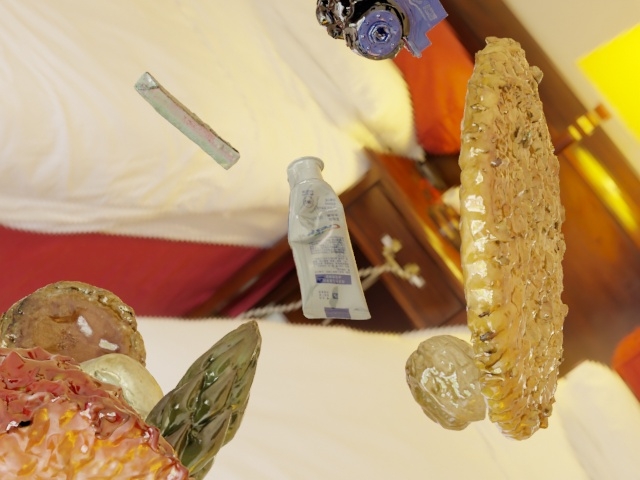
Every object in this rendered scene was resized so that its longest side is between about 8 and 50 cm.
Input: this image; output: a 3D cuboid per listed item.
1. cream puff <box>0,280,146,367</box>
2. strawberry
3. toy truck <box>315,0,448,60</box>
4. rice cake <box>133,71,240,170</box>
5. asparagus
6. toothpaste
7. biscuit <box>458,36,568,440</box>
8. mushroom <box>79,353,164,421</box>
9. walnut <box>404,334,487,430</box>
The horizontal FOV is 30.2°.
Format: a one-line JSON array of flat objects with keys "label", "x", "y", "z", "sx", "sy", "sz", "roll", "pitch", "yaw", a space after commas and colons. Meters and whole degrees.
[{"label": "cream puff", "x": -0.312, "y": 0.160, "z": 1.438, "sx": 0.183, "sy": 0.169, "sz": 0.183, "roll": 11, "pitch": 56, "yaw": -17}, {"label": "strawberry", "x": -0.212, "y": 0.172, "z": 0.860, "sx": 0.234, "sy": 0.234, "sz": 0.178, "roll": 40, "pitch": 11, "yaw": -28}, {"label": "toy truck", "x": 0.064, "y": -0.320, "z": 1.375, "sx": 0.213, "sy": 0.177, "sz": 0.161, "roll": 53, "pitch": 1, "yaw": -29}, {"label": "rice cake", "x": -0.176, "y": -0.157, "z": 1.581, "sx": 0.207, "sy": 0.033, "sz": 0.033, "roll": 41, "pitch": 3, "yaw": -46}, {"label": "asparagus", "x": -0.128, "y": 0.189, "z": 1.017, "sx": 0.080, "sy": 0.287, "sz": 0.080, "roll": 29, "pitch": -17, "yaw": 10}, {"label": "toothpaste", "x": 0.000, "y": 0.000, "z": 1.664, "sx": 0.096, "sy": 0.061, "sz": 0.266, "roll": 2, "pitch": 53, "yaw": -19}, {"label": "biscuit", "x": 0.128, "y": -0.002, "z": 0.751, "sx": 0.254, "sy": 0.035, "sz": 0.254, "roll": -4, "pitch": 90, "yaw": -71}, {"label": "mushroom", "x": -0.228, "y": 0.189, "z": 1.245, "sx": 0.148, "sy": 0.148, "sz": 0.112, "roll": 54, "pitch": 1, "yaw": 9}, {"label": "walnut", "x": 0.129, "y": 0.140, "z": 1.168, "sx": 0.096, "sy": 0.079, "sz": 0.082, "roll": 48, "pitch": 32, "yaw": 17}]
